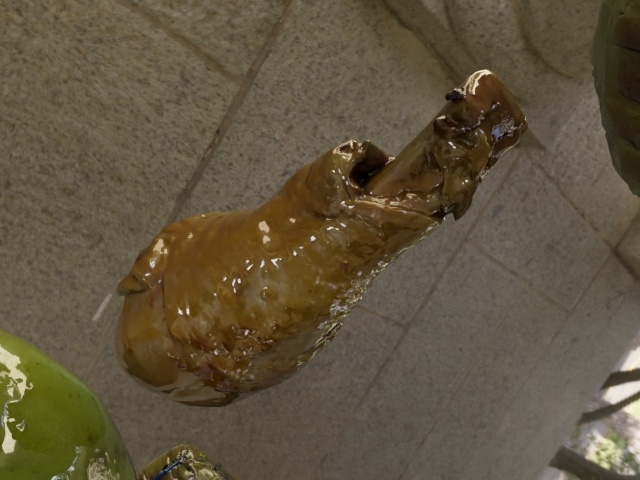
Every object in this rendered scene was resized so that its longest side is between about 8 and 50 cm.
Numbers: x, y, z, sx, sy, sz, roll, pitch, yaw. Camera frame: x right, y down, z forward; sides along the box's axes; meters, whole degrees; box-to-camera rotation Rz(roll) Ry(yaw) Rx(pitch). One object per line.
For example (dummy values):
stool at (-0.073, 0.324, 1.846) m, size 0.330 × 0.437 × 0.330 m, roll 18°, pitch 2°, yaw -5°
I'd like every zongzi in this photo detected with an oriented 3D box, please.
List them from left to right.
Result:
zongzi at (-0.188, 0.375, 0.677) m, size 0.123 × 0.289 × 0.260 m, roll -36°, pitch 111°, yaw -18°

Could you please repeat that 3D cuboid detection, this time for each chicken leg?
chicken leg at (0.000, 0.000, 0.426) m, size 0.409 × 0.182 × 0.295 m, roll -40°, pitch 168°, yaw 30°

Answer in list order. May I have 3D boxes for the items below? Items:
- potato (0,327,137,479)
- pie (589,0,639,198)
potato at (-0.271, 0.183, 0.330) m, size 0.216 × 0.216 × 0.304 m, roll -34°, pitch 102°, yaw -14°
pie at (0.335, -0.092, 0.347) m, size 0.071 × 0.306 × 0.306 m, roll -32°, pitch 126°, yaw -1°
